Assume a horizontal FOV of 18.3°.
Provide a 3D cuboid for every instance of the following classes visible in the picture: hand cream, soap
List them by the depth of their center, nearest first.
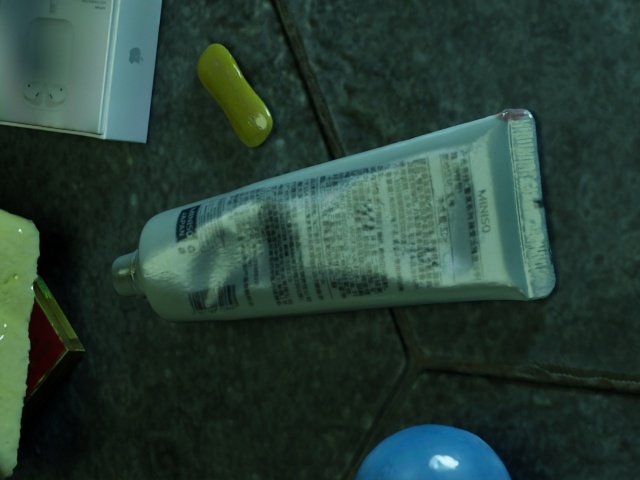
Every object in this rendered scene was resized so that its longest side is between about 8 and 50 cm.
[{"bbox_3d":[0.000,0.000,1.354,0.341,0.078,0.124,-10,82,30],"label":"hand cream"},{"bbox_3d":[-0.062,-0.105,1.428,0.034,0.012,0.089,-48,61,27],"label":"soap"}]

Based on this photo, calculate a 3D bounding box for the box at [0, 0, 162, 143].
[{"bbox_3d":[-0.187,-0.145,1.504,0.130,0.051,0.129,10,95,39],"label":"box"}]

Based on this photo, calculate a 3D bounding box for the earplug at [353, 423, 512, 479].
[{"bbox_3d":[0.093,0.245,1.230,0.132,0.132,0.273,-29,68,34],"label":"earplug"}]

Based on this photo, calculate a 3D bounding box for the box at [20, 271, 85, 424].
[{"bbox_3d":[-0.244,0.066,1.560,0.090,0.023,0.133,-47,63,25],"label":"box"}]

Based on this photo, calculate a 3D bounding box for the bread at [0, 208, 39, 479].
[{"bbox_3d":[-0.457,0.017,1.526,0.346,0.405,0.242,-9,64,56],"label":"bread"}]
